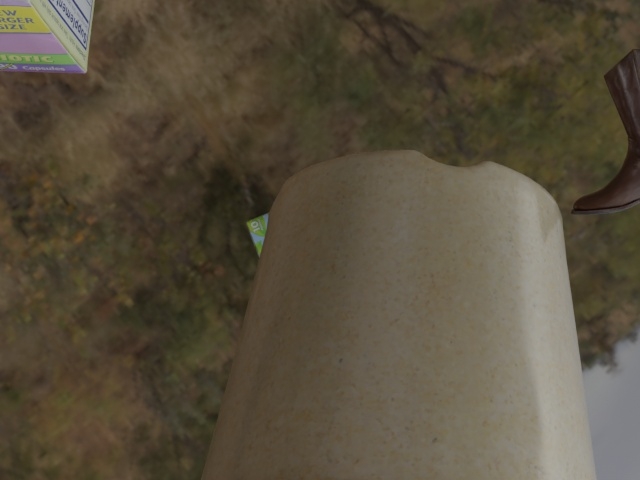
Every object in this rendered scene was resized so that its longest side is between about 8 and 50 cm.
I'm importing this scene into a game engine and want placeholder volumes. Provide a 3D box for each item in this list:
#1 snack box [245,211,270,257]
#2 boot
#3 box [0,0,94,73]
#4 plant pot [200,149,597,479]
[{"bbox_3d":[0.000,0.000,1.222,0.141,0.100,0.037,-22,178,-5],"label":"snack box"},{"bbox_3d":[0.229,-0.083,0.834,0.106,0.114,0.037,-16,-175,13],"label":"boot"},{"bbox_3d":[-0.256,-0.242,0.707,0.213,0.243,0.117,2,167,5],"label":"box"},{"bbox_3d":[0.060,0.116,0.790,0.333,0.306,0.334,4,158,2],"label":"plant pot"}]
